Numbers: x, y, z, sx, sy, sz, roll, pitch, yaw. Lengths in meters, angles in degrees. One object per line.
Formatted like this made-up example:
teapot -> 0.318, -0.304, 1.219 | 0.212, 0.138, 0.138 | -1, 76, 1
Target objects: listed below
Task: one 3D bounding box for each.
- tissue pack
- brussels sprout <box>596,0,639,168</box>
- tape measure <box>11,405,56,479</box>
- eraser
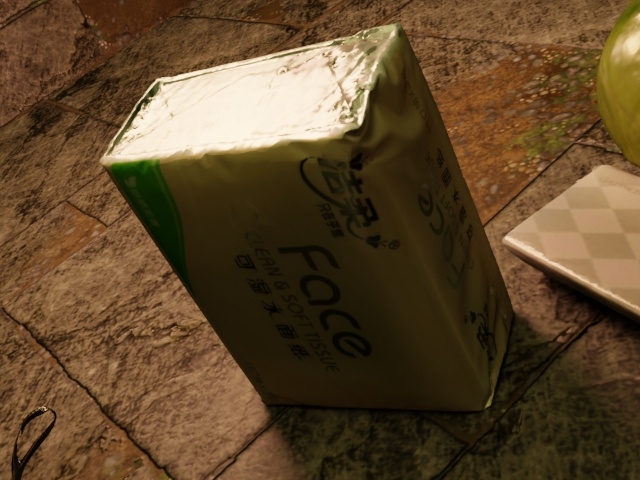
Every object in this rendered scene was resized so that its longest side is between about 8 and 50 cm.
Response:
tissue pack -> 0.000, 0.000, 0.959 | 0.332, 0.404, 0.205 | -5, 41, 31
brussels sprout -> 0.471, -0.165, 0.960 | 0.344, 0.344, 0.268 | -50, 13, -32
tape measure -> -0.318, 0.297, 0.990 | 0.104, 0.179, 0.107 | -29, 27, -35
eraser -> 0.405, 0.033, 0.913 | 0.213, 0.082, 0.397 | -35, 33, -12
